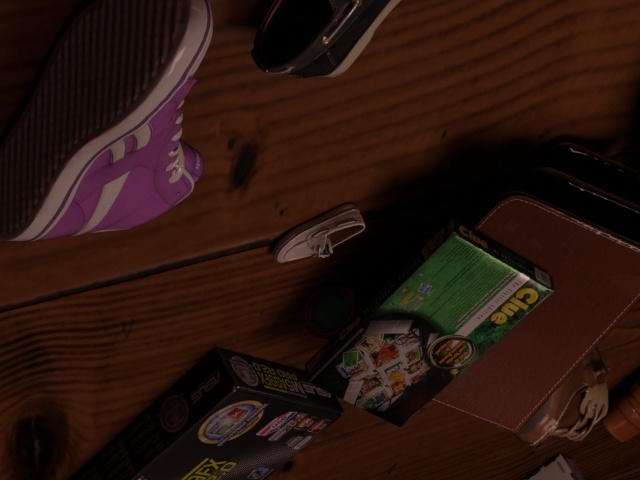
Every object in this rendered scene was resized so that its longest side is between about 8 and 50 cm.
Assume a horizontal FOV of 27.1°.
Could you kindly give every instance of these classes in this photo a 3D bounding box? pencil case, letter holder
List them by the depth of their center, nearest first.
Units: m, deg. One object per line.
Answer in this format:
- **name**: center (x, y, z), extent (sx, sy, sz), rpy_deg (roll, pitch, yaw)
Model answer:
- **letter holder**: center (0.202, 0.039, 1.473), extent (0.214, 0.152, 0.302), rpy_deg (21, 127, -17)
- **pencil case**: center (0.036, 0.103, 1.507), extent (0.070, 0.064, 0.152), rpy_deg (-46, 147, -1)

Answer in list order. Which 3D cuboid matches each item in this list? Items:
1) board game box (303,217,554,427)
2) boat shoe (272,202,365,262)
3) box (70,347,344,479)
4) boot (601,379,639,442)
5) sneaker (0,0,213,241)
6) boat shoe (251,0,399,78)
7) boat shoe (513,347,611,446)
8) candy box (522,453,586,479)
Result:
- **board game box**: center (0.111, 0.094, 1.407), extent (0.136, 0.030, 0.260), rpy_deg (31, 124, -20)
- **boat shoe**: center (0.000, 0.000, 1.360), extent (0.100, 0.035, 0.035), rpy_deg (-27, 148, -5)
- **box**: center (-0.135, 0.247, 1.572), extent (0.270, 0.060, 0.216), rpy_deg (-42, 147, 18)
- **boot**: center (0.524, 0.217, 2.050), extent (0.220, 0.109, 0.283), rpy_deg (-32, 156, 10)
- **sneaker**: center (-0.139, -0.102, 1.057), extent (0.161, 0.102, 0.282), rpy_deg (0, 148, -45)
- **boat shoe**: center (0.022, -0.216, 1.030), extent (0.079, 0.084, 0.233), rpy_deg (-2, 142, -38)
- **boat shoe**: center (0.314, 0.192, 1.687), extent (0.123, 0.116, 0.324), rpy_deg (-44, 176, 24)
- **candy box**: center (0.377, 0.481, 2.219), extent (0.196, 0.165, 0.070), rpy_deg (-39, 149, 13)
